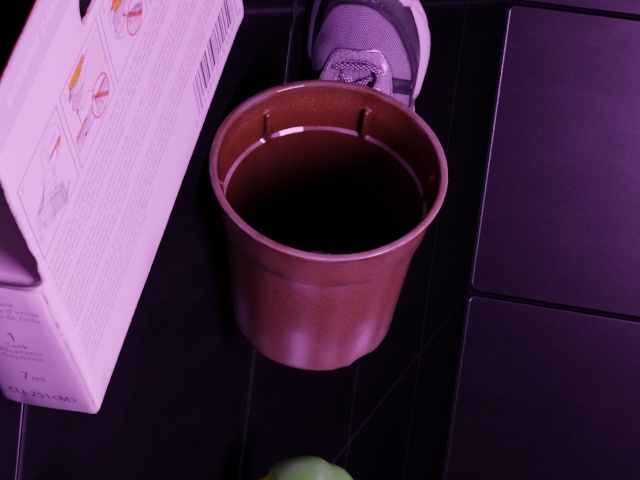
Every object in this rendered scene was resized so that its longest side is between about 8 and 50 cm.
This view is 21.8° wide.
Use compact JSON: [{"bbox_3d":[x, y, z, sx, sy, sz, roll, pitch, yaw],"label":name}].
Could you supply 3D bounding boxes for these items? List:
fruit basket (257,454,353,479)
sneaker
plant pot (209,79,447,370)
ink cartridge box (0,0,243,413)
[{"bbox_3d":[-0.007,0.362,1.244,0.392,0.283,0.392,-53,159,-31],"label":"fruit basket"},{"bbox_3d":[0.027,-0.090,1.372,0.153,0.101,0.269,-73,168,-46],"label":"sneaker"},{"bbox_3d":[0.000,0.000,1.208,0.165,0.167,0.167,96,10,-50],"label":"plant pot"},{"bbox_3d":[-0.113,-0.090,0.812,0.239,0.060,0.275,80,23,-56],"label":"ink cartridge box"}]
